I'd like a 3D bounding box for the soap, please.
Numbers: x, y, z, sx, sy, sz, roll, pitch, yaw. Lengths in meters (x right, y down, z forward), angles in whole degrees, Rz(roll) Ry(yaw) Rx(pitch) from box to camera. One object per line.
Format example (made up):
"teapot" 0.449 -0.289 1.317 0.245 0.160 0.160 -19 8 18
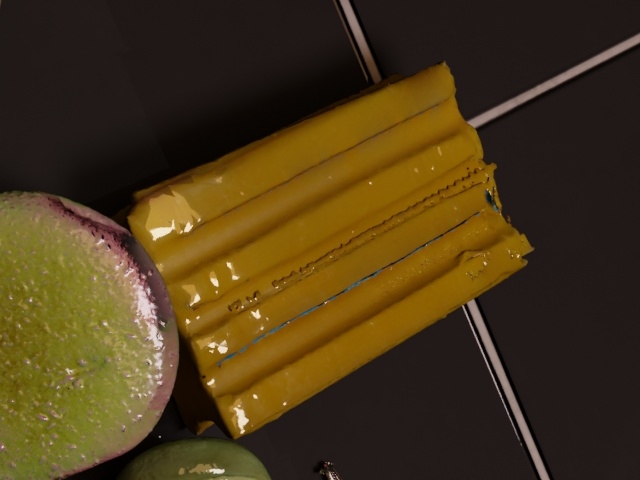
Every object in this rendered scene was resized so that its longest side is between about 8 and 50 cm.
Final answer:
"soap" 0.001 0.000 1.228 0.324 0.096 0.204 -27 100 -28

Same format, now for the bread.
"bread" -0.214 0.077 1.092 0.228 0.033 0.228 -1 95 -8

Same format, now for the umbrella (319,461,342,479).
"umbrella" 0.023 0.222 1.269 0.031 0.020 0.083 -33 97 -28

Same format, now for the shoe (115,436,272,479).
"shoe" -0.070 0.275 1.132 0.140 0.128 0.262 -11 108 -26
